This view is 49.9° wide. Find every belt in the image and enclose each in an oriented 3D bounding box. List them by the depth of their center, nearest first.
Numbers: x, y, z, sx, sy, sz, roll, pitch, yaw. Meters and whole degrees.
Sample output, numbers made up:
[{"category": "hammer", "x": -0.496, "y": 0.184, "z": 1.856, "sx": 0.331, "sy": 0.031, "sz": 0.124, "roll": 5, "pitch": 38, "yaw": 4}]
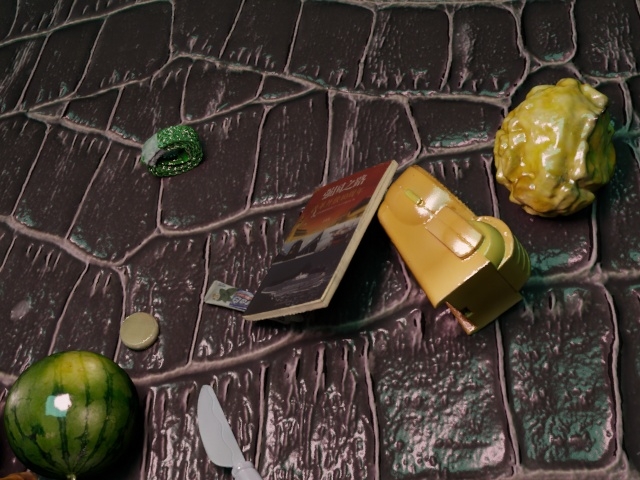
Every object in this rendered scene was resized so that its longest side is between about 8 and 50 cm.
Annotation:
[{"category": "belt", "x": -0.368, "y": -0.225, "z": 1.692, "sx": 0.151, "sy": 0.121, "sz": 0.079, "roll": -25, "pitch": 58, "yaw": 1}]

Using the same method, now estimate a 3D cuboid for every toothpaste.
[{"category": "toothpaste", "x": -0.141, "y": 0.136, "z": 1.458, "sx": 0.233, "sy": 0.038, "sz": 0.060, "roll": 14, "pitch": 53, "yaw": 22}]

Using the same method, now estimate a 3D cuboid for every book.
[{"category": "book", "x": 0.000, "y": 0.000, "z": 1.409, "sx": 0.262, "sy": 0.028, "sz": 0.374, "roll": -18, "pitch": 36, "yaw": 49}]

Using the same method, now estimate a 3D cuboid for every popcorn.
[{"category": "popcorn", "x": 0.490, "y": -0.189, "z": 1.419, "sx": 0.252, "sy": 0.215, "sz": 0.287, "roll": 10, "pitch": 93, "yaw": -15}]

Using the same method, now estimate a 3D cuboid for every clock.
[{"category": "clock", "x": 0.241, "y": -0.003, "z": 1.346, "sx": 0.200, "sy": 0.244, "sz": 0.317, "roll": -43, "pitch": 53, "yaw": 5}]

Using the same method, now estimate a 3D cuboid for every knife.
[{"category": "knife", "x": -0.168, "y": 0.400, "z": 1.276, "sx": 0.080, "sy": 0.044, "sz": 0.331, "roll": -6, "pitch": 43, "yaw": -38}]

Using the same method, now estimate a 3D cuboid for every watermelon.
[{"category": "watermelon", "x": -0.461, "y": 0.326, "z": 1.285, "sx": 0.242, "sy": 0.242, "sz": 0.242, "roll": -6, "pitch": 56, "yaw": 9}]

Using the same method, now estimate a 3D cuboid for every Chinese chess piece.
[{"category": "Chinese chess piece", "x": -0.388, "y": 0.195, "z": 1.476, "sx": 0.084, "sy": 0.034, "sz": 0.084, "roll": -4, "pitch": 57, "yaw": 7}]

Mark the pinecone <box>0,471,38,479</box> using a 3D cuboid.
[{"category": "pinecone", "x": -0.562, "y": 0.586, "z": 1.084, "sx": 0.397, "sy": 0.398, "sz": 0.398, "roll": -6, "pitch": 56, "yaw": 9}]
